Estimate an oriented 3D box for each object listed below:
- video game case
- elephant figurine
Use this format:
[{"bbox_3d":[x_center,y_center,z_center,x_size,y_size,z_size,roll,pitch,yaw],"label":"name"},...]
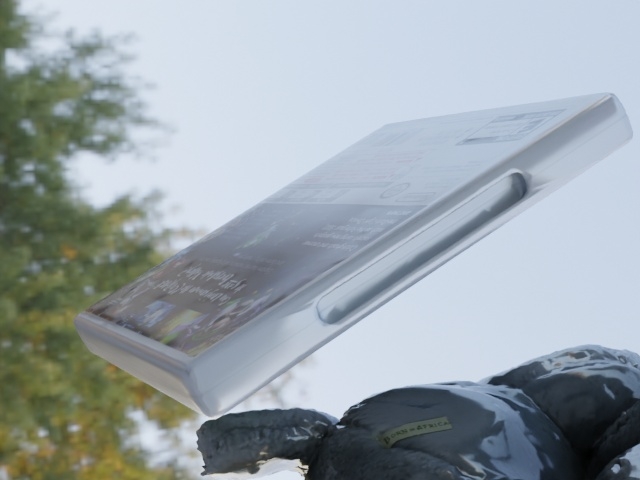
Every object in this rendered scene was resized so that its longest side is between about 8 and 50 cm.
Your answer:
[{"bbox_3d":[0.000,0.000,0.494,0.022,0.173,0.190,61,-17,-12],"label":"video game case"},{"bbox_3d":[0.083,0.172,0.464,0.186,0.169,0.239,26,-53,51],"label":"elephant figurine"}]
